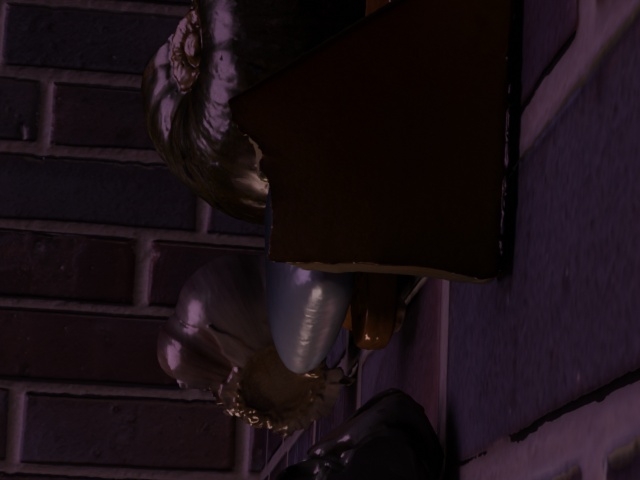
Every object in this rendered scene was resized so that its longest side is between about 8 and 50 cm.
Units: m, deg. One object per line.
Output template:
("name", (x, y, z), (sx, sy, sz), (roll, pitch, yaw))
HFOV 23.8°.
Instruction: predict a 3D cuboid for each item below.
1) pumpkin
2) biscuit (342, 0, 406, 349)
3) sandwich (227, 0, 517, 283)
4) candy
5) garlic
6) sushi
("pumpkin", (-0.024, -0.131, 1.459), (0.232, 0.242, 0.325), (68, 152, 22))
("biscuit", (0.056, -0.080, 1.237), (0.216, 0.047, 0.339), (-137, 52, -79))
("sandwich", (0.029, -0.076, 0.868), (0.058, 0.163, 0.193), (106, 169, -82))
("candy", (-0.009, 0.005, 1.244), (0.138, 0.071, 0.174), (104, 166, -51))
("garlic", (-0.037, 0.121, 1.621), (0.257, 0.207, 0.207), (28, -123, -47))
("sushi", (0.016, 0.253, 0.969), (0.130, 0.124, 0.332), (79, -165, -78))
